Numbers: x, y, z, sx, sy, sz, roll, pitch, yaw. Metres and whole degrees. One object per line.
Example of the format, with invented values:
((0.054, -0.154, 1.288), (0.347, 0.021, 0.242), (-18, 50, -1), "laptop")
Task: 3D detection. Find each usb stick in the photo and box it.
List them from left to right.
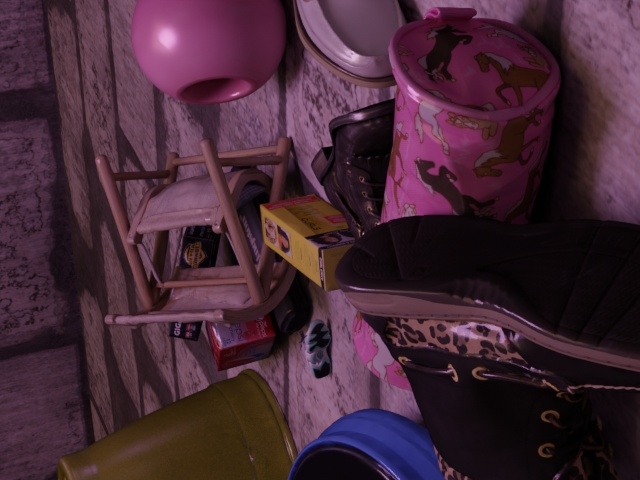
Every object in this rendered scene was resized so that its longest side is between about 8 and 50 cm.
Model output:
((-0.080, 0.010, 2.110), (0.077, 0.045, 0.278), (106, 146, -56), "usb stick")

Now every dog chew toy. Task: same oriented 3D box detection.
((-0.158, -0.354, 1.885), (0.206, 0.207, 0.331), (136, 127, -68), "dog chew toy")

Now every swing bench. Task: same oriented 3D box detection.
((-0.173, -0.007, 1.996), (0.253, 0.165, 0.254), (-4, 91, 43), "swing bench")

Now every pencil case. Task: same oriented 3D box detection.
((0.122, -0.028, 1.342), (0.167, 0.160, 0.386), (29, 138, 22), "pencil case")

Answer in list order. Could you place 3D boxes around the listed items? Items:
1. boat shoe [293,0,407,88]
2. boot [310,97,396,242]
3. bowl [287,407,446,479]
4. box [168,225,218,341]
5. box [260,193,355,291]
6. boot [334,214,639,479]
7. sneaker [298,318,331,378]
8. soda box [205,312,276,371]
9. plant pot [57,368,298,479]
((0.018, -0.292, 1.531), (0.103, 0.113, 0.302), (92, 158, -51), "boat shoe")
((0.081, -0.025, 1.593), (0.263, 0.091, 0.229), (123, 126, -70), "boot")
((0.087, 0.396, 1.686), (0.391, 0.077, 0.391), (29, 128, 47), "bowl")
((-0.195, 0.036, 2.266), (0.220, 0.051, 0.175), (-85, 6, -68), "box")
((0.000, 0.000, 1.815), (0.232, 0.087, 0.058), (-144, 46, -64), "box")
((0.207, 0.128, 1.196), (0.377, 0.138, 0.284), (6, 133, 38), "boot")
((-0.014, 0.142, 2.015), (0.069, 0.038, 0.098), (-129, 33, -52), "sneaker")
((-0.126, 0.138, 2.184), (0.263, 0.092, 0.083), (110, 145, -78), "soda box")
((-0.244, 0.432, 2.375), (0.366, 0.353, 0.366), (168, 90, -71), "plant pot")
